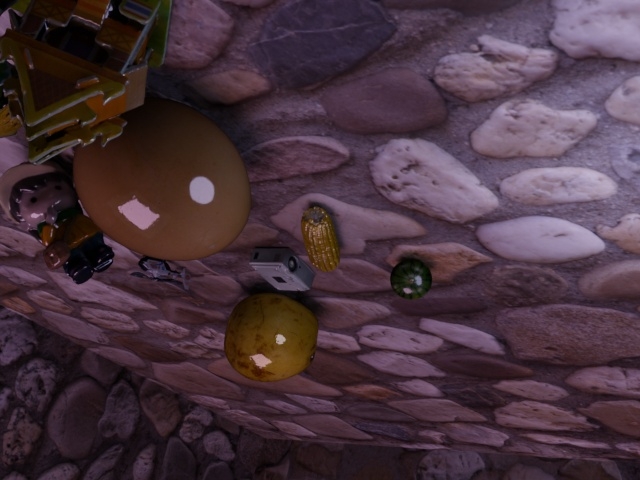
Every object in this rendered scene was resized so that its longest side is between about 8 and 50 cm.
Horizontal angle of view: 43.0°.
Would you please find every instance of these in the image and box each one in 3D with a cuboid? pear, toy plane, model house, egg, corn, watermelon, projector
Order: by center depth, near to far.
[{"bbox_3d":[-0.460,-0.305,1.304,0.358,0.312,0.242,23,152,-7],"label":"model house"},{"bbox_3d":[-0.299,-0.114,1.588,0.301,0.300,0.374,-9,152,45],"label":"egg"},{"bbox_3d":[-0.684,-0.287,1.748,0.129,0.123,0.301,6,164,-28],"label":"watermelon"},{"bbox_3d":[0.000,0.000,1.881,0.080,0.080,0.238,11,151,16],"label":"corn"},{"bbox_3d":[0.212,0.089,1.901,0.109,0.109,0.109,15,155,7],"label":"watermelon"},{"bbox_3d":[-0.100,0.078,2.127,0.115,0.061,0.147,-2,149,33],"label":"projector"},{"bbox_3d":[-0.143,0.280,2.332,0.281,0.280,0.280,15,155,7],"label":"pear"},{"bbox_3d":[-0.461,0.087,2.371,0.197,0.078,0.053,20,157,-39],"label":"toy plane"}]

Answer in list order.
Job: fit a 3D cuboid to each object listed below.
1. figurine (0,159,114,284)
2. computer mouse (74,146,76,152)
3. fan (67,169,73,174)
[{"bbox_3d":[-0.646,-0.047,1.978,0.332,0.185,0.204,57,154,-2],"label":"figurine"},{"bbox_3d":[-0.486,-0.135,1.894,0.200,0.114,0.389,15,156,0],"label":"computer mouse"},{"bbox_3d":[-0.611,-0.163,2.033,0.083,0.004,0.056,14,159,27],"label":"fan"}]
